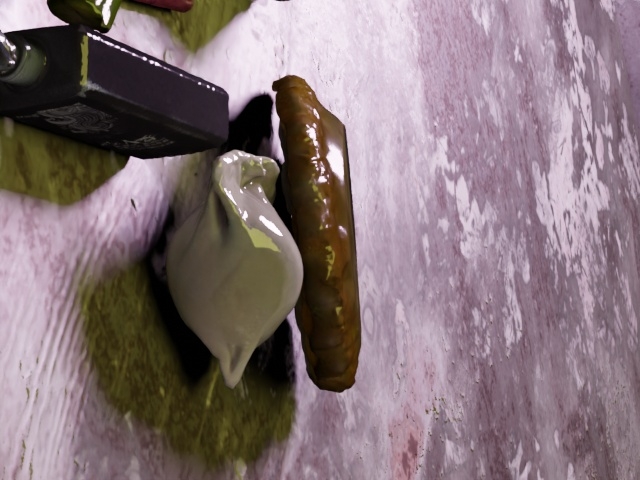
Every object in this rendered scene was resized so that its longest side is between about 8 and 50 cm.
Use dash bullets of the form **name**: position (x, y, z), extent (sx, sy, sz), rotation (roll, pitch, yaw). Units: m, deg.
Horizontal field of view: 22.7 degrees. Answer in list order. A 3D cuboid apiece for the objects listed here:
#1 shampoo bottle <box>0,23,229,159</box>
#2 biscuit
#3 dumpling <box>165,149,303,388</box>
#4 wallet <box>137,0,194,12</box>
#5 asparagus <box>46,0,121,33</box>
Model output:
- **shampoo bottle**: position (-0.185, -0.123, 1.262), extent (0.309, 0.098, 0.071), rotation (18, 72, -64)
- **biscuit**: position (0.000, 0.000, 1.617), extent (0.329, 0.078, 0.335), rotation (-95, 178, -60)
- **dumpling**: position (-0.071, 0.015, 1.452), extent (0.151, 0.124, 0.229), rotation (-58, 156, -57)
- **wallet**: position (-0.180, -0.273, 1.408), extent (0.232, 0.025, 0.119), rotation (0, 84, -66)
- **asparagus**: position (-0.168, -0.255, 1.301), extent (0.278, 0.067, 0.060), rotation (-75, 161, -44)
